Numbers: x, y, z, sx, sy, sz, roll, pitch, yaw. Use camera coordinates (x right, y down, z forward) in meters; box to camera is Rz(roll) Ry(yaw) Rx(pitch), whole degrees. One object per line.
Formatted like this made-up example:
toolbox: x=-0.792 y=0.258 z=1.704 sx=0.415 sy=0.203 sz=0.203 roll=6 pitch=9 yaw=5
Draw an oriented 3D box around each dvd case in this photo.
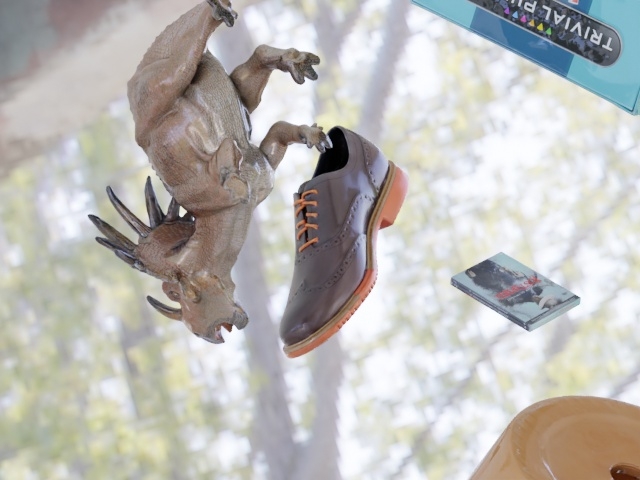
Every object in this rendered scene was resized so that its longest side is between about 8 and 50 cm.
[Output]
dvd case: x=0.216 y=0.056 z=2.148 sx=0.087 sy=0.119 sz=0.013 roll=-24 pitch=-46 yaw=-37

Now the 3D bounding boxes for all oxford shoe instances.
oxford shoe: x=0.000 y=0.000 z=1.847 sx=0.097 sy=0.271 sz=0.098 roll=-28 pitch=-62 yaw=36

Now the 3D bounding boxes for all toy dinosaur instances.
toy dinosaur: x=-0.106 y=-0.079 z=1.562 sx=0.127 sy=0.295 sz=0.200 roll=8 pitch=-25 yaw=-44

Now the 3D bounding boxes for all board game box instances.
board game box: x=0.232 y=-0.309 z=1.608 sx=0.079 sy=0.254 sz=0.336 roll=-11 pitch=-55 yaw=-47

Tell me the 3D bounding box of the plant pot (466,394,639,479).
plant pot: x=0.205 y=0.255 z=1.478 sx=0.291 sy=0.291 sz=0.203 roll=-5 pitch=-55 yaw=-34
